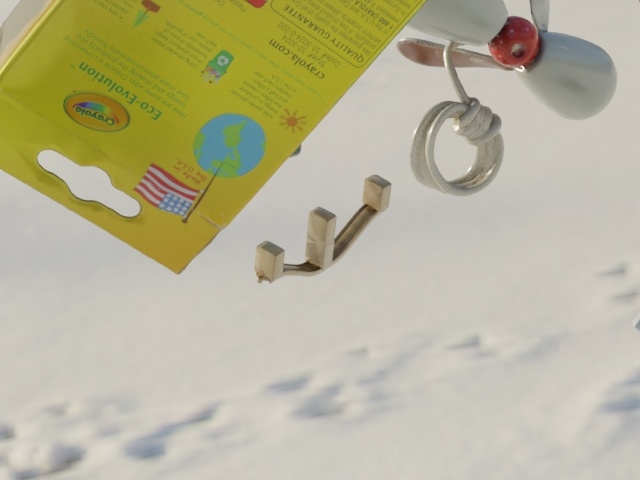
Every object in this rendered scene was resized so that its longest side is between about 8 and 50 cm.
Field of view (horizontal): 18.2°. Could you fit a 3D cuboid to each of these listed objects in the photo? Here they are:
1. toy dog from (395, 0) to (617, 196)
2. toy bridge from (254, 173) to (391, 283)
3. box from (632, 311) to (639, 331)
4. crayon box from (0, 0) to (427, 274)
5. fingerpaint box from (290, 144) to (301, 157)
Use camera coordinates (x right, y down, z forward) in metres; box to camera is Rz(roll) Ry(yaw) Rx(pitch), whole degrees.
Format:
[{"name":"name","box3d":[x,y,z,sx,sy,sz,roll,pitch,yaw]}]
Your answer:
[{"name":"toy dog","box3d":[0.104,-0.222,1.751,0.220,0.333,0.161,-33,34,2]},{"name":"toy bridge","box3d":[0.000,0.000,1.911,0.026,0.063,0.188,28,40,28]},{"name":"box","box3d":[0.375,0.069,1.642,0.145,0.186,0.038,-52,-4,10]},{"name":"crayon box","box3d":[-0.081,-0.148,1.352,0.318,0.202,0.081,-47,26,20]},{"name":"fingerpaint box","box3d":[-0.149,-0.328,1.611,0.163,0.371,0.445,-12,42,-21]}]
